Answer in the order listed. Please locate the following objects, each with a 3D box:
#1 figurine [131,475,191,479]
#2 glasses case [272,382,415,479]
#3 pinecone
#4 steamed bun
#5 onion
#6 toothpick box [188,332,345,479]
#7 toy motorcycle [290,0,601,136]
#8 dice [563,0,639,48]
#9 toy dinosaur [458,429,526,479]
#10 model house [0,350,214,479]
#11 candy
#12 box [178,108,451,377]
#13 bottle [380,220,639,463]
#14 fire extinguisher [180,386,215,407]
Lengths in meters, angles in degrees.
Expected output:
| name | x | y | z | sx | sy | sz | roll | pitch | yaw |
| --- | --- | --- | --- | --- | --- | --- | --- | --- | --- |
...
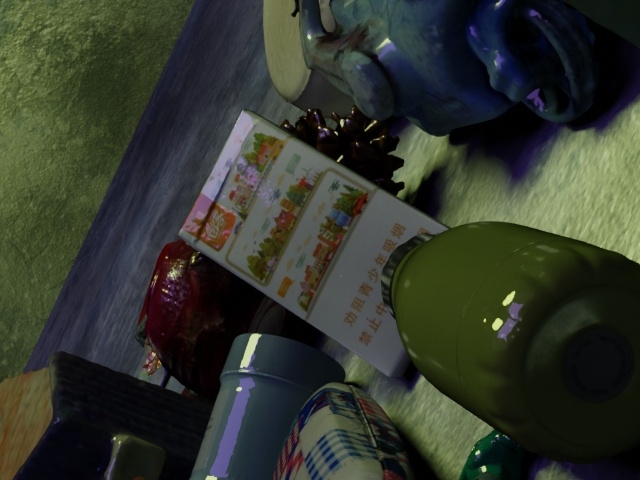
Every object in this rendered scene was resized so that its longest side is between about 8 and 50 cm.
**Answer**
| name | x | y | z | sx | sy | sz | roll | pitch | yaw |
| --- | --- | --- | --- | --- | --- | --- | --- | --- | --- |
| figurine | -0.126 | 0.240 | 1.070 | 0.082 | 0.154 | 0.098 | -34 | 30 | 50 |
| glasses case | 0.010 | 0.174 | 0.830 | 0.327 | 0.076 | 0.125 | -128 | 58 | -84 |
| pinecone | 0.001 | -0.039 | 1.104 | 0.173 | 0.173 | 0.173 | -55 | 19 | 29 |
| steamed bun | 0.034 | -0.238 | 1.288 | 0.232 | 0.145 | 0.232 | 179 | 90 | -73 |
| onion | -0.106 | 0.048 | 1.202 | 0.198 | 0.135 | 0.173 | 70 | -143 | -53 |
| toothpick box | -0.048 | 0.165 | 1.038 | 0.101 | 0.101 | 0.153 | -31 | 37 | 61 |
| toy motorcycle | 0.070 | -0.180 | 0.965 | 0.182 | 0.241 | 0.319 | -60 | 17 | -10 |
| dice | 0.199 | -0.257 | 0.533 | 0.318 | 0.322 | 0.330 | -55 | 17 | 28 |
| toy dinosaur | 0.086 | 0.164 | 0.733 | 0.132 | 0.059 | 0.096 | -56 | 5 | 9 |
| model house | -0.225 | 0.278 | 1.208 | 0.280 | 0.245 | 0.312 | -21 | 47 | 55 |
| candy | -0.202 | 0.072 | 1.718 | 0.086 | 0.059 | 0.292 | -50 | 21 | 43 |
| box | 0.000 | 0.000 | 0.995 | 0.122 | 0.220 | 0.032 | -62 | -24 | 9 |
| bottle | 0.104 | 0.044 | 0.741 | 0.112 | 0.112 | 0.260 | -64 | 16 | 0 |
| fire extinguisher | -0.114 | 0.147 | 1.370 | 0.064 | 0.043 | 0.158 | 39 | 108 | 29 |
